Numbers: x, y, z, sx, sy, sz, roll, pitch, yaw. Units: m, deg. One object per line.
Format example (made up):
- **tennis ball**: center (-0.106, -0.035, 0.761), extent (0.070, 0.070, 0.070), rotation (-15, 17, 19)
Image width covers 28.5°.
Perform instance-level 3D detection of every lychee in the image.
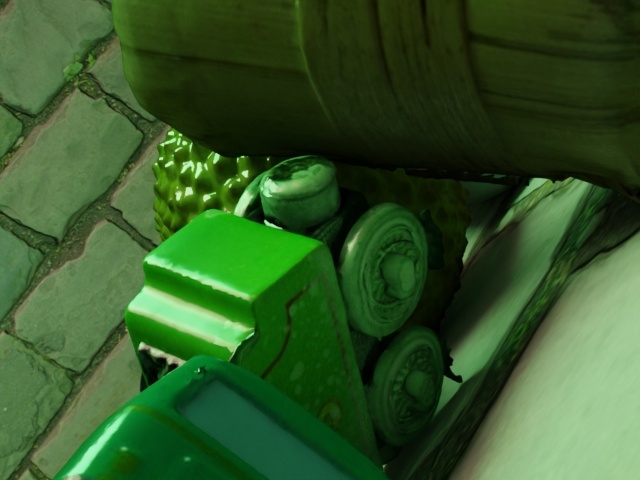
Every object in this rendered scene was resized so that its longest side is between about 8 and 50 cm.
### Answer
- **lychee**: center (-0.005, -0.005, 1.052), extent (0.270, 0.320, 0.270), rotation (-22, 58, 40)

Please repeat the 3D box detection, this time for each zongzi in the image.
- **zongzi**: center (0.096, -0.220, 0.905), extent (0.500, 0.218, 0.467), rotation (8, 35, 34)

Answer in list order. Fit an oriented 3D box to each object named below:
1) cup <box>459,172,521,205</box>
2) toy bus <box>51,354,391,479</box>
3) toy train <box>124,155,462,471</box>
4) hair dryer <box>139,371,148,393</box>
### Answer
- **cup**: center (0.110, -0.125, 1.284), extent (0.205, 0.205, 0.312), rotation (-53, 5, -3)
- **toy bus**: center (-0.103, 0.224, 0.671), extent (0.343, 0.183, 0.199), rotation (-50, 3, 35)
- **toy train**: center (-0.016, 0.074, 0.804), extent (0.188, 0.132, 0.243), rotation (-39, -49, -35)
- **hair dryer**: center (-0.165, 0.283, 1.839), extent (0.320, 0.156, 0.284), rotation (54, -135, -80)
